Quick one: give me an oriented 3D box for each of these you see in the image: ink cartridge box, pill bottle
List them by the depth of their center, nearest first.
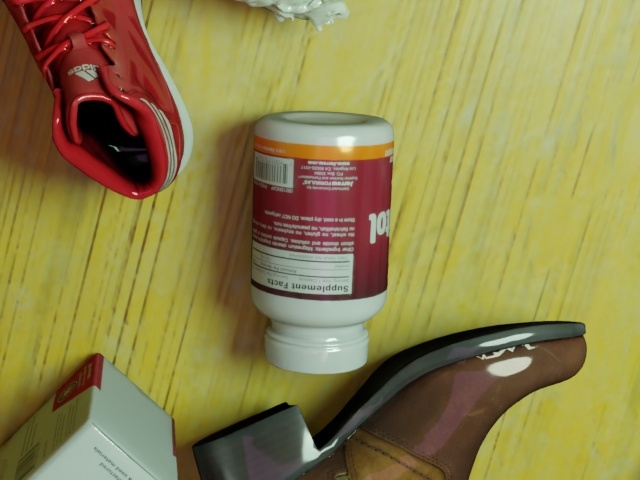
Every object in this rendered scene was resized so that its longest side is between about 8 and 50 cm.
[{"bbox_3d":[-0.174,0.168,0.833,0.175,0.127,0.072,-44,105,5],"label":"ink cartridge box"},{"bbox_3d":[0.000,0.000,0.835,0.086,0.086,0.152,1,103,-6],"label":"pill bottle"}]

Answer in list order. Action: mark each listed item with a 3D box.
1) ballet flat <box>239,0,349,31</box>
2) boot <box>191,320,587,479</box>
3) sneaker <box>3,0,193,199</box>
[{"bbox_3d":[0.081,-0.288,0.777,0.147,0.147,0.409,42,98,-13],"label":"ballet flat"},{"bbox_3d":[0.087,0.208,0.844,0.264,0.096,0.280,-23,89,-11],"label":"boot"},{"bbox_3d":[-0.135,-0.123,0.772,0.087,0.128,0.221,-31,104,1],"label":"sneaker"}]
